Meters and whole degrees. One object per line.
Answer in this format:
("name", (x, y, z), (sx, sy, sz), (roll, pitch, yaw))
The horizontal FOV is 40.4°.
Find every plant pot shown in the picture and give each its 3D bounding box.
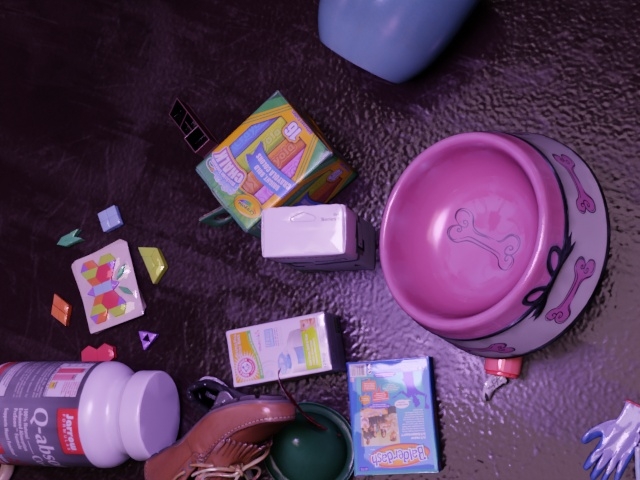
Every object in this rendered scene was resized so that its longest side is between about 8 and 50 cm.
("plant pot", (0.130, -0.437, 1.627), (0.293, 0.293, 0.235), (36, 108, 20))

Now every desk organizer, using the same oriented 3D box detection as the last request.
("desk organizer", (-0.274, -0.238, 1.843), (0.047, 0.050, 0.130), (-41, 72, 8))

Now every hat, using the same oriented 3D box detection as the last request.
("hat", (-0.022, 0.363, 1.563), (0.208, 0.183, 0.173), (25, 72, 1))

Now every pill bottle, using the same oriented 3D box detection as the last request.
("pill bottle", (-0.480, 0.345, 1.734), (0.363, 0.210, 0.210), (-3, 80, 18))

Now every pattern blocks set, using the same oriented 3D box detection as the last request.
("pattern blocks set", (-0.455, 0.103, 1.862), (0.285, 0.026, 0.325), (-35, 72, 10))

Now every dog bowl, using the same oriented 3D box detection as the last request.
("dog bowl", (0.273, -0.006, 1.491), (0.408, 0.150, 0.408), (-13, 71, 42))

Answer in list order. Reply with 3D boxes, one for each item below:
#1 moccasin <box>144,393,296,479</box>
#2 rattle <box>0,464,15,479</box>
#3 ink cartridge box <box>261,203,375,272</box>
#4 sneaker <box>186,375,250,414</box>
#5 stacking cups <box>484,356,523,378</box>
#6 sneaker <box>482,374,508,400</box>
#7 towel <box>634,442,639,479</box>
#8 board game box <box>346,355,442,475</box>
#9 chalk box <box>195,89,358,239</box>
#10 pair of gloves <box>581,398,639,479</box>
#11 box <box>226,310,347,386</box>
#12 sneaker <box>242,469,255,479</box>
("moccasin", (-0.178, 0.383, 1.525), (0.380, 0.139, 0.147), (-36, 57, 28))
("rattle", (-0.741, 0.506, 1.872), (0.143, 0.130, 0.199), (17, 114, 30))
("ink cartridge box", (0.000, 0.000, 1.626), (0.160, 0.219, 0.092), (-3, 80, 18))
("sneaker", (-0.164, 0.331, 1.688), (0.234, 0.106, 0.078), (21, 89, 20))
("stacking cups", (0.354, 0.088, 1.563), (0.096, 0.096, 0.316), (7, 84, 19))
("sneaker", (0.321, 0.257, 1.579), (0.037, 0.032, 0.083), (24, 90, 20))
("towel", (0.665, 0.474, 1.346), (0.320, 0.090, 0.374), (-2, 80, -5))
("board game box", (0.137, 0.327, 1.620), (0.160, 0.047, 0.210), (-6, 79, 16))
("chalk box", (-0.106, -0.113, 1.702), (0.289, 0.180, 0.179), (-43, 71, 9))
("pair of gloves", (0.552, 0.371, 1.491), (0.198, 0.023, 0.159), (30, 91, 19))
("box", (-0.065, 0.213, 1.675), (0.203, 0.103, 0.114), (-12, 77, 16))
("sneaker", (-0.261, 0.510, 1.692), (0.271, 0.108, 0.100), (-31, 75, 13))
